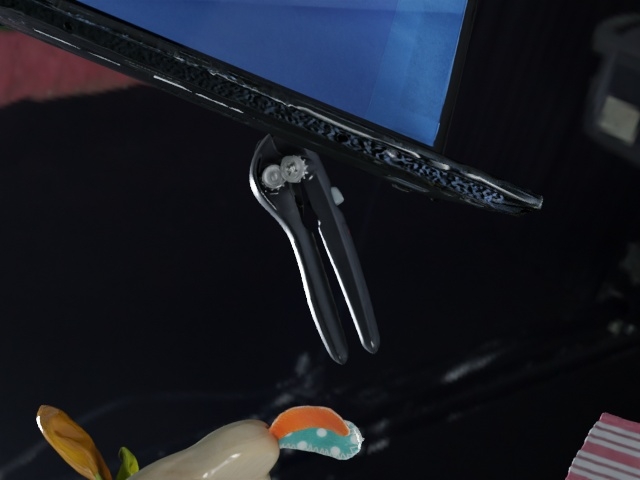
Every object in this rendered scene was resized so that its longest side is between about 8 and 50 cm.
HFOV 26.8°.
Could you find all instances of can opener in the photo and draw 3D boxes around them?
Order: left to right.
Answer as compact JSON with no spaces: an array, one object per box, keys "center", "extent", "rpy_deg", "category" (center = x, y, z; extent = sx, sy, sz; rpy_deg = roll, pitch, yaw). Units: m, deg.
[{"center":[0.000,0.000,0.996],"extent":[0.186,0.059,0.073],"rpy_deg":[65,-168,12],"category":"can opener"}]

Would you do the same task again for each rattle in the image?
[{"center":[-0.082,0.127,0.913],"extent":[0.130,0.200,0.142],"rpy_deg":[30,-155,-39],"category":"rattle"}]

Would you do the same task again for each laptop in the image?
[{"center":[-0.025,-0.119,0.569],"extent":[0.234,0.136,0.264],"rpy_deg":[21,-179,-8],"category":"laptop"}]

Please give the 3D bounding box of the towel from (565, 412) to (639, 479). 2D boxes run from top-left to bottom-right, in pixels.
[{"center":[0.292,0.230,1.200],"extent":[0.144,0.029,0.197],"rpy_deg":[16,-149,23],"category":"towel"}]
